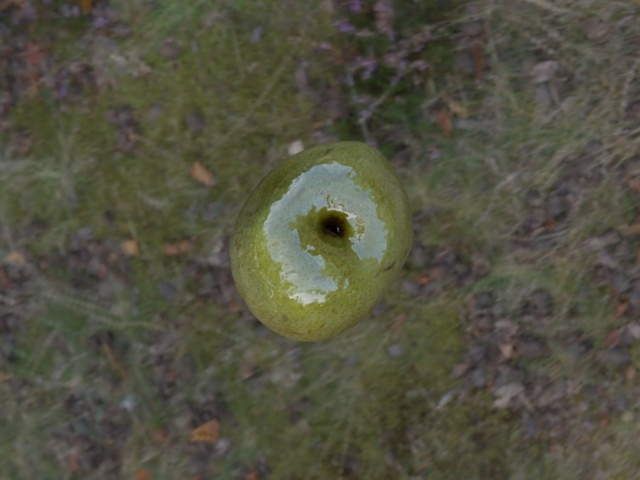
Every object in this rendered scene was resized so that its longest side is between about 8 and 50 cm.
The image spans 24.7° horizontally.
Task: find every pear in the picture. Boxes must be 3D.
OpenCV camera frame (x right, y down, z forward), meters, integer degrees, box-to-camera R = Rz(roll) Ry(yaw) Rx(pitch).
[{"bbox_3d":[0.000,0.000,1.633,0.188,0.211,0.228,35,79,-4],"label":"pear"}]
